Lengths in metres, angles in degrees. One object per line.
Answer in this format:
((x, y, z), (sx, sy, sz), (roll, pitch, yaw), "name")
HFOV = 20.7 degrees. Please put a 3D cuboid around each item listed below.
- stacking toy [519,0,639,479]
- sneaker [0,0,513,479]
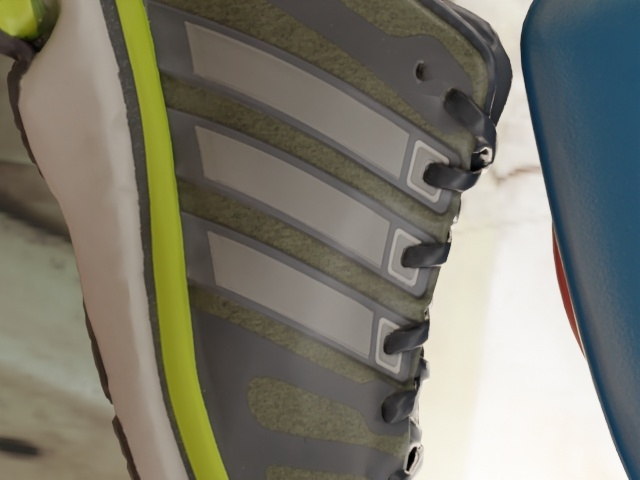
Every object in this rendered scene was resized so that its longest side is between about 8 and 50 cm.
((0.136, 0.003, 0.583), (0.302, 0.175, 0.166), (139, -63, -83), "stacking toy")
((0.000, 0.000, 0.452), (0.111, 0.121, 0.300), (-94, 165, -83), "sneaker")
